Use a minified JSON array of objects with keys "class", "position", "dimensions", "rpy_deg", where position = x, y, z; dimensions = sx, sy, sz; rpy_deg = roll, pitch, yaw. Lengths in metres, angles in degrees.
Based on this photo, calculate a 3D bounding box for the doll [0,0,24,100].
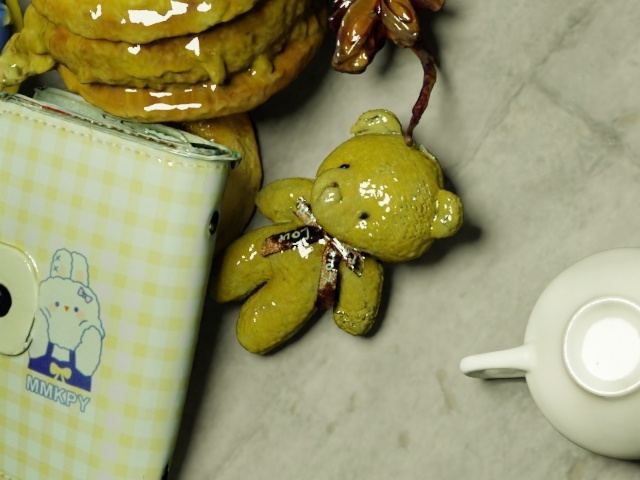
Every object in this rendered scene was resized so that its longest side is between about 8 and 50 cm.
[{"class":"doll","position":[-0.335,-0.103,1.338],"dimensions":[0.243,0.160,0.311],"rpy_deg":[-16,76,49]}]

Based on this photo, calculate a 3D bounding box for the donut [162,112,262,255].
[{"class":"donut","position":[-0.118,-0.059,1.330],"dimensions":[0.152,0.058,0.152],"rpy_deg":[-3,81,22]}]

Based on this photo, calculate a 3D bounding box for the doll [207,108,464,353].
[{"class":"doll","position":[0.000,0.000,1.249],"dimensions":[0.209,0.097,0.137],"rpy_deg":[-41,66,17]}]

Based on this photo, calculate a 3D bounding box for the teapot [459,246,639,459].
[{"class":"teapot","position":[0.199,0.076,1.154],"dimensions":[0.226,0.092,0.145],"rpy_deg":[-5,77,25]}]

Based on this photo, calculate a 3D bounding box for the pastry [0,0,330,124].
[{"class":"pastry","position":[-0.111,-0.206,1.268],"dimensions":[0.235,0.132,0.240],"rpy_deg":[12,47,15]}]

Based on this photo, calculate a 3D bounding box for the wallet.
[{"class":"wallet","position":[-0.183,0.053,1.293],"dimensions":[0.223,0.077,0.309],"rpy_deg":[19,104,25]}]

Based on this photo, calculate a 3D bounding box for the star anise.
[{"class":"star anise","position":[0.055,-0.153,1.257],"dimensions":[0.097,0.070,0.190],"rpy_deg":[-10,53,20]}]
